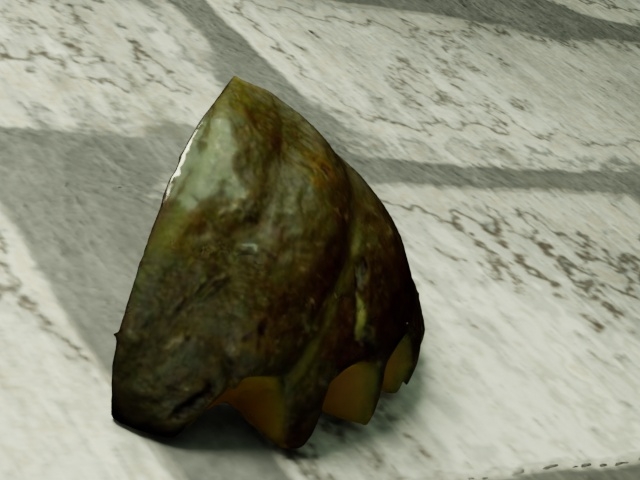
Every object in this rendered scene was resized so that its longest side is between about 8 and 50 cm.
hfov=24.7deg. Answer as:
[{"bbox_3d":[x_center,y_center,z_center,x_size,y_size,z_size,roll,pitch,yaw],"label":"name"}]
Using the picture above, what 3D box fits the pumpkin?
[{"bbox_3d":[0.000,0.000,0.755,0.130,0.149,0.254,19,24,9],"label":"pumpkin"}]
